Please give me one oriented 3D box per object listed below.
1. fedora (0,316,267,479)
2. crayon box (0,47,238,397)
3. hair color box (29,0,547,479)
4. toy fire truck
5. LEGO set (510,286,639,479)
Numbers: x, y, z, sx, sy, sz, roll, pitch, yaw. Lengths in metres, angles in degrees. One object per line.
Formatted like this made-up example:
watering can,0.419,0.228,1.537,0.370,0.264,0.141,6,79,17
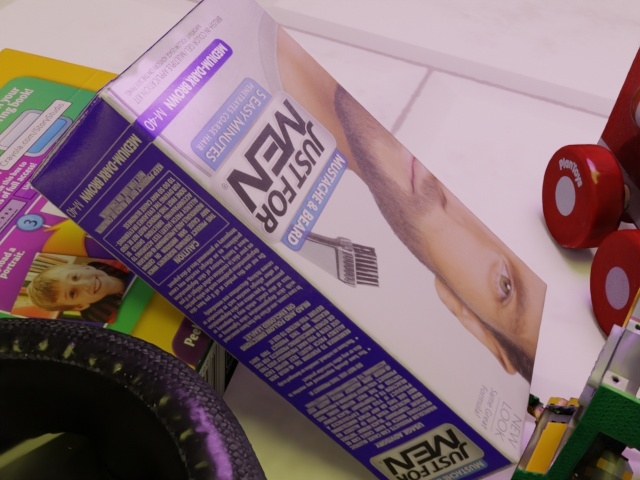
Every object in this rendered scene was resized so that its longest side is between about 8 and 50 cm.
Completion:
fedora,-0.185,0.192,0.413,0.334,0.152,0.334,0,44,0
crayon box,-0.200,0.002,0.673,0.313,0.106,0.363,13,41,8
hair color box,0.000,0.000,0.582,0.339,0.110,0.185,43,40,-14
toy fire truck,0.329,-0.058,0.715,0.169,0.254,0.302,-2,41,-11
LEGO set,0.296,0.110,0.519,0.331,0.255,0.192,21,58,25
